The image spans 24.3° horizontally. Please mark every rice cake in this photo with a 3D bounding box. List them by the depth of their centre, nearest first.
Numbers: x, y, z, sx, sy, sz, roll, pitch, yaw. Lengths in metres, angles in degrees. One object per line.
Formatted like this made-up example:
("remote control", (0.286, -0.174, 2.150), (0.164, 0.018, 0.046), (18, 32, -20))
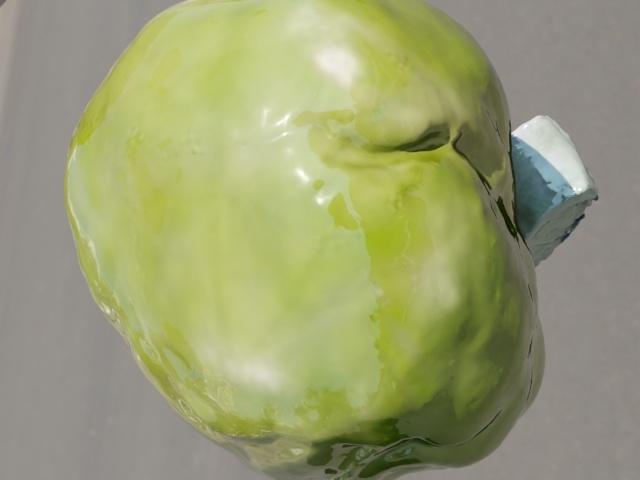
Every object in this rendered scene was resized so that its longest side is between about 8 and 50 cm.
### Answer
("rice cake", (0.078, 0.040, 0.992), (0.066, 0.063, 0.336), (56, 138, 19))

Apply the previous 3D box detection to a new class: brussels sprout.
("brussels sprout", (-0.005, -0.010, 0.808), (0.273, 0.243, 0.316), (60, 173, -12))

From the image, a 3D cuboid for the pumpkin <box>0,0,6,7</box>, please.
("pumpkin", (-0.367, -0.287, 1.062), (0.266, 0.363, 0.363), (146, 133, -66))
